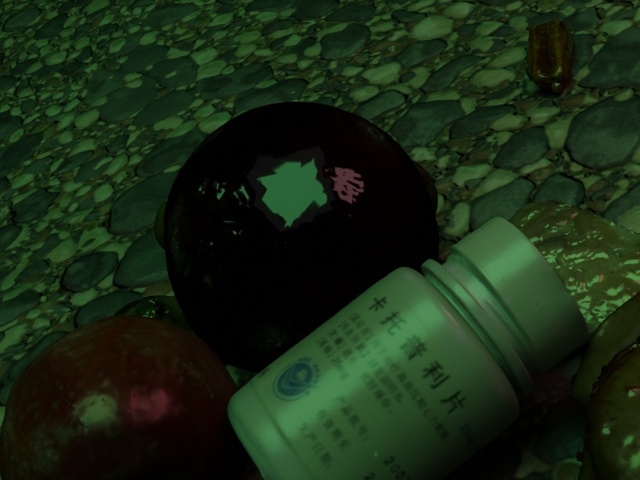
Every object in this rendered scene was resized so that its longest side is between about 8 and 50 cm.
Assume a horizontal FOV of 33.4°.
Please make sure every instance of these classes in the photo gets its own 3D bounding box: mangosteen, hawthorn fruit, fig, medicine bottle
[{"bbox_3d":[-0.014,0.005,1.108,0.297,0.293,0.297,-10,65,23],"label":"mangosteen"},{"bbox_3d":[-0.189,0.185,0.979,0.235,0.263,0.231,-24,76,12],"label":"hawthorn fruit"},{"bbox_3d":[-0.184,-0.022,1.399,0.074,0.088,0.074,-5,49,6],"label":"fig"},{"bbox_3d":[0.078,0.120,0.921,0.293,0.170,0.170,-36,35,-4],"label":"medicine bottle"}]

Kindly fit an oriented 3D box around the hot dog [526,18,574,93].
[{"bbox_3d":[0.302,-0.240,1.397,0.062,0.038,0.144,-11,40,18],"label":"hot dog"}]

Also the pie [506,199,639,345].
[{"bbox_3d":[0.231,0.038,1.071,0.185,0.052,0.218,-38,38,-18],"label":"pie"}]

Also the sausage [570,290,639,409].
[{"bbox_3d":[0.433,0.007,0.906,0.501,0.123,0.136,-32,6,-4],"label":"sausage"}]

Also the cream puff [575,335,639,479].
[{"bbox_3d":[0.298,0.169,0.759,0.240,0.164,0.240,-4,45,4],"label":"cream puff"}]

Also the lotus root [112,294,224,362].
[{"bbox_3d":[-0.209,0.126,1.234,0.183,0.078,0.203,17,53,45],"label":"lotus root"}]
